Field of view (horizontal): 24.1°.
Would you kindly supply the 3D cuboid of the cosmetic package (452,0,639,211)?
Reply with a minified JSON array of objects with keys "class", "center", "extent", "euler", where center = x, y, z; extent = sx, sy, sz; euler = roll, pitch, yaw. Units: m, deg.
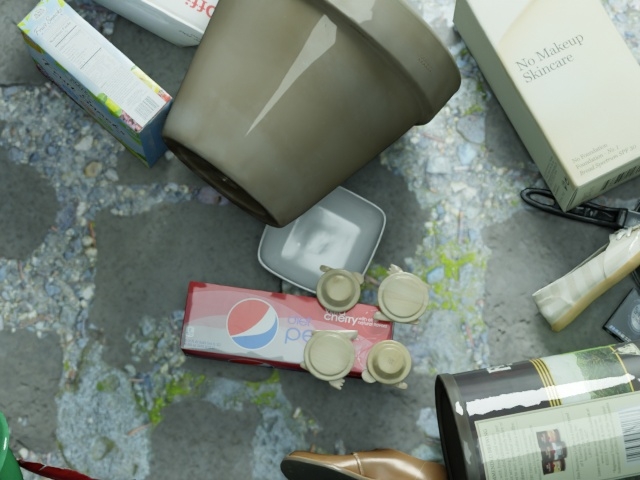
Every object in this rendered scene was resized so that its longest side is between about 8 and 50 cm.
[{"class":"cosmetic package","center":[0.314,-0.213,1.937],"extent":[0.160,0.113,0.309],"euler":[-27,76,-7]}]

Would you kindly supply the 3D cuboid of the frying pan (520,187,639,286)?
[{"class":"frying pan","center":[0.448,-0.035,1.956],"extent":[0.326,0.053,0.197],"euler":[39,80,3]}]

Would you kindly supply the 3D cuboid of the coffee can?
[{"class":"coffee can","center":[0.294,0.238,1.818],"extent":[0.275,0.201,0.201],"euler":[-10,79,-4]}]

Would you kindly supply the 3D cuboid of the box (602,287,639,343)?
[{"class":"box","center":[0.418,0.112,1.937],"extent":[0.083,0.018,0.067],"euler":[39,81,6]}]

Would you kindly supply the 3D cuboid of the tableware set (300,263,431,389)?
[{"class":"tableware set","center":[0.056,0.106,1.846],"extent":[0.141,0.020,0.169],"euler":[12,77,-1]}]

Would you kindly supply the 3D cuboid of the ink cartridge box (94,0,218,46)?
[{"class":"ink cartridge box","center":[-0.190,-0.419,1.931],"extent":[0.207,0.117,0.283],"euler":[26,77,-33]}]

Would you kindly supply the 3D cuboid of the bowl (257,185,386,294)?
[{"class":"bowl","center":[0.000,0.000,1.932],"extent":[0.142,0.053,0.142],"euler":[25,79,3]}]

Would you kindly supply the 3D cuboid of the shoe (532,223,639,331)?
[{"class":"shoe","center":[0.363,0.028,1.899],"extent":[0.219,0.076,0.058],"euler":[-42,82,13]}]

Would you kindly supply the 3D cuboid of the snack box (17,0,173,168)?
[{"class":"snack box","center":[-0.278,-0.201,1.903],"extent":[0.207,0.174,0.070],"euler":[40,80,6]}]

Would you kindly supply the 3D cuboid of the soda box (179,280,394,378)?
[{"class":"soda box","center":[-0.041,0.117,1.894],"extent":[0.263,0.083,0.092],"euler":[7,79,1]}]

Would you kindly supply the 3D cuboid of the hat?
[{"class":"hat","center":[-0.394,0.317,1.878],"extent":[0.208,0.183,0.173],"euler":[10,66,43]}]

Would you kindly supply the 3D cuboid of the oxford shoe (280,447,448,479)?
[{"class":"oxford shoe","center":[0.056,0.292,1.880],"extent":[0.212,0.076,0.076],"euler":[12,49,4]}]

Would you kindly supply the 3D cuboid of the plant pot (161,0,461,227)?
[{"class":"plant pot","center":[-0.036,-0.178,1.833],"extent":[0.323,0.323,0.280],"euler":[36,82,5]}]
